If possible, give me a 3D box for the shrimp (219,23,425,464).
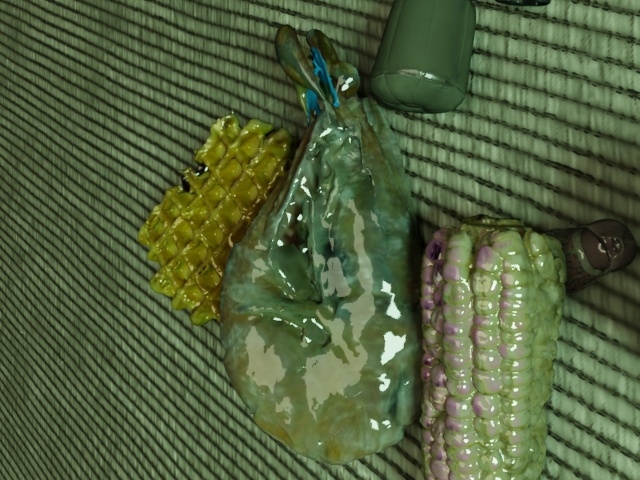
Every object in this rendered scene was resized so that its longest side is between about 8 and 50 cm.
[{"bbox_3d":[0.000,0.000,0.563,0.221,0.110,0.446,-4,83,6],"label":"shrimp"}]

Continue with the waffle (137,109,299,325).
[{"bbox_3d":[-0.125,-0.024,0.709,0.309,0.065,0.284,5,96,32],"label":"waffle"}]

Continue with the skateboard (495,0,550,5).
[{"bbox_3d":[0.160,-0.262,0.501,0.151,0.067,0.080,18,110,31],"label":"skateboard"}]

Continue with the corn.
[{"bbox_3d":[0.141,0.145,0.478,0.126,0.126,0.336,7,96,36],"label":"corn"}]

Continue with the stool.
[{"bbox_3d":[0.100,-0.182,0.521,0.096,0.096,0.110,13,91,36],"label":"stool"}]

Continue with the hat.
[{"bbox_3d":[0.231,0.009,0.465,0.087,0.042,0.058,126,128,-63],"label":"hat"}]
